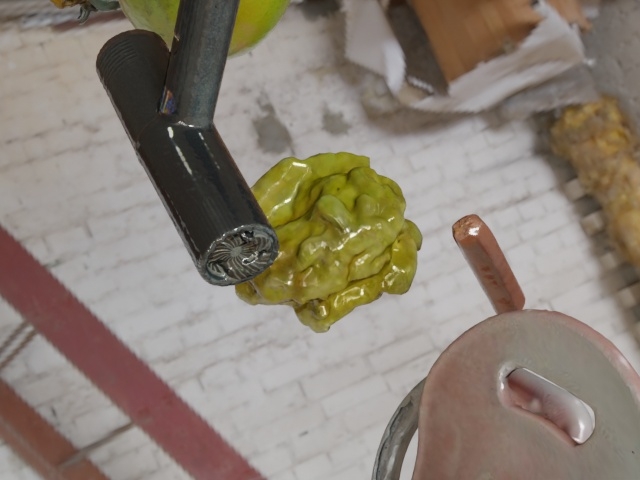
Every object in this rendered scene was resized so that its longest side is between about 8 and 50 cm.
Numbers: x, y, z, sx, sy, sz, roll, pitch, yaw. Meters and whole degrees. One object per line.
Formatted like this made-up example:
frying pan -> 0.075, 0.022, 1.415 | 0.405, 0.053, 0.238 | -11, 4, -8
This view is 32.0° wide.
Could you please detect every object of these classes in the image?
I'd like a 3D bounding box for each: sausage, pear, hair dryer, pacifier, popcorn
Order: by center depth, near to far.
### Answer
hair dryer -> -0.050, -0.101, 0.560 | 0.050, 0.173, 0.194 | -5, 137, -33
pacifier -> 0.103, 0.206, 0.747 | 0.273, 0.221, 0.332 | -10, 118, -69
sausage -> 0.146, 0.023, 0.959 | 0.030, 0.035, 0.147 | -34, 141, 2
popcorn -> 0.002, 0.005, 1.111 | 0.198, 0.155, 0.197 | -18, -145, 13
pear -> -0.122, -0.275, 1.138 | 0.188, 0.187, 0.220 | -29, 177, 20

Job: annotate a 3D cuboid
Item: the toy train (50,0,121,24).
toy train -> -0.279, -0.498, 1.553 | 0.429, 0.249, 0.178 | -51, 174, 32
